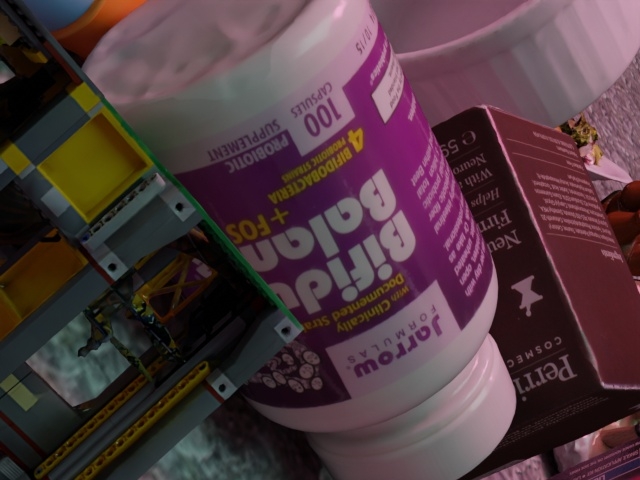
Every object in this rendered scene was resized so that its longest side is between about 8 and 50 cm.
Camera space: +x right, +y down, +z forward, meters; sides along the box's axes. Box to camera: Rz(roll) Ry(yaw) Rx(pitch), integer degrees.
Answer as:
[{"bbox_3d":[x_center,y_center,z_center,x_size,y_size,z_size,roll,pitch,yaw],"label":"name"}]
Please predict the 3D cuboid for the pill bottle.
[{"bbox_3d":[0.000,0.000,1.048,0.169,0.169,0.301,-81,147,-54],"label":"pill bottle"}]

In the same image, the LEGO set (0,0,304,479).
[{"bbox_3d":[-0.180,-0.012,0.776,0.255,0.192,0.331,44,-6,44],"label":"LEGO set"}]

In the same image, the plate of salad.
[{"bbox_3d":[0.186,-0.105,1.611,0.200,0.048,0.200,25,12,-6],"label":"plate of salad"}]

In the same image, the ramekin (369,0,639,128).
[{"bbox_3d":[0.123,-0.198,1.421,0.135,0.277,0.277,52,24,-42],"label":"ramekin"}]

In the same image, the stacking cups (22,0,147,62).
[{"bbox_3d":[-0.164,-0.151,1.015,0.316,0.096,0.096,32,37,-55],"label":"stacking cups"}]

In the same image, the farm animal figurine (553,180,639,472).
[{"bbox_3d":[0.316,0.110,1.599,0.330,0.172,0.327,27,57,-30],"label":"farm animal figurine"}]

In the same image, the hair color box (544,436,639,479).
[{"bbox_3d":[0.231,0.280,1.232,0.105,0.174,0.347,50,26,-24],"label":"hair color box"}]

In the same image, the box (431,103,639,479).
[{"bbox_3d":[0.109,0.041,1.249,0.167,0.168,0.203,11,54,-62],"label":"box"}]
